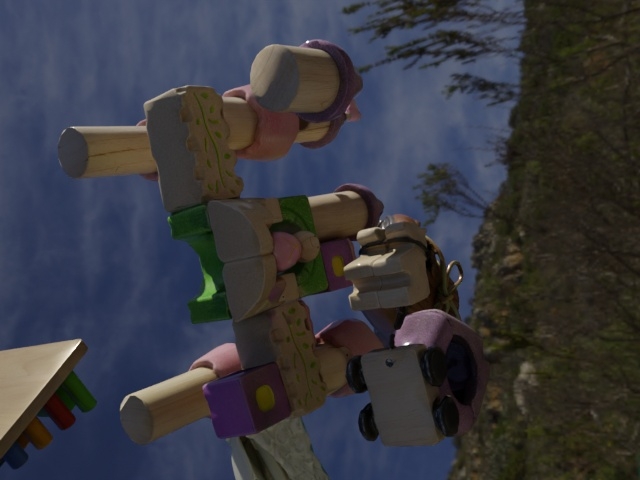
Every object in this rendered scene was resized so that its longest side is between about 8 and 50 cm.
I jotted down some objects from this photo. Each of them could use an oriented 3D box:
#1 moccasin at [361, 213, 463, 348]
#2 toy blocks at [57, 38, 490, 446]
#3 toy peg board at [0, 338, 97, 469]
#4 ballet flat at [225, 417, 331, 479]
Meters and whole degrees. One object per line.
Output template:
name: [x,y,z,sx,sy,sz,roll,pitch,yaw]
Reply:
moccasin: [0.133,0.083,1.001,0.380,0.147,0.139,73,-145,-58]
toy blocks: [0.000,0.000,0.607,0.260,0.309,0.289,-12,-91,-53]
toy peg board: [-0.342,0.200,0.817,0.079,0.161,0.161,62,-147,-26]
ballet flat: [-0.038,0.408,1.106,0.147,0.147,0.409,-23,-100,-49]
